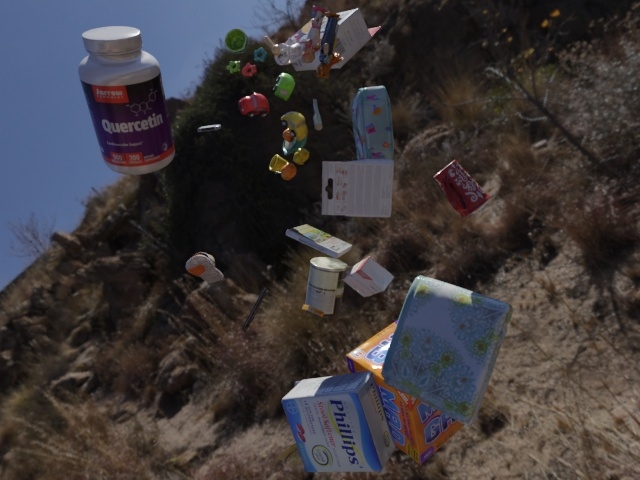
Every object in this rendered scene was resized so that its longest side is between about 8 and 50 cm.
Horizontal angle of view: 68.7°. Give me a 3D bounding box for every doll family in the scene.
[{"bbox_3d":[0.014,-0.534,1.286,0.263,0.118,0.163,-89,12,-69],"label":"doll family"}]

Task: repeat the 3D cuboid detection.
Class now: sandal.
[{"bbox_3d":[-0.480,0.102,1.926,0.102,0.076,0.265,-18,-25,1],"label":"sandal"}]

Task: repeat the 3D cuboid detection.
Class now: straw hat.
[{"bbox_3d":[-0.090,0.787,1.714,0.144,0.061,0.144,-32,-26,-17],"label":"straw hat"}]

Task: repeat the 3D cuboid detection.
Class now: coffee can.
[{"bbox_3d":[0.028,0.250,2.524,0.201,0.201,0.275,-39,-41,-70],"label":"coffee can"}]

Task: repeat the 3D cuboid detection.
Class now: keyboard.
[{"bbox_3d":[-0.263,0.277,1.859,0.180,0.023,0.108,-63,-2,-26],"label":"keyboard"}]

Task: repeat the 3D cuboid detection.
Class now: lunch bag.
[{"bbox_3d":[0.175,-0.377,1.630,0.108,0.279,0.224,-6,4,-6],"label":"lunch bag"}]

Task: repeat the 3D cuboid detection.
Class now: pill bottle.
[{"bbox_3d":[-0.471,-0.336,1.143,0.181,0.181,0.323,-39,-37,-40],"label":"pill bottle"}]

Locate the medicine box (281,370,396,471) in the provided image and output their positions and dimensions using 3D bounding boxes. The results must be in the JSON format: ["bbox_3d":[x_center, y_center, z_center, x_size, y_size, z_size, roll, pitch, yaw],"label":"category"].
[{"bbox_3d":[0.060,0.592,1.526,0.289,0.263,0.149,-17,2,30],"label":"medicine box"}]

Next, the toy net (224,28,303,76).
[{"bbox_3d":[-0.163,-0.535,1.343,0.045,0.232,0.122,15,-96,-78],"label":"toy net"}]

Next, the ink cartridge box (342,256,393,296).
[{"bbox_3d":[0.166,0.136,1.685,0.067,0.115,0.198,-51,4,-22],"label":"ink cartridge box"}]

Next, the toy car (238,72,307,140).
[{"bbox_3d":[-0.125,-0.457,1.497,0.053,0.239,0.225,-33,40,55],"label":"toy car"}]

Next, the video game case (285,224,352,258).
[{"bbox_3d":[0.000,0.000,1.739,0.026,0.206,0.227,-68,-13,13],"label":"video game case"}]

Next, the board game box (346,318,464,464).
[{"bbox_3d":[0.377,0.591,1.927,0.356,0.356,0.356,-27,27,-28],"label":"board game box"}]

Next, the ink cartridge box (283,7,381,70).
[{"bbox_3d":[0.042,-0.820,1.886,0.272,0.130,0.309,-47,36,-17],"label":"ink cartridge box"}]

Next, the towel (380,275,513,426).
[{"bbox_3d":[0.373,0.322,1.424,0.090,0.320,0.374,20,-91,-48],"label":"towel"}]

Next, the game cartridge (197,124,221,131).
[{"bbox_3d":[-0.436,-0.442,1.840,0.083,0.017,0.056,-6,18,4],"label":"game cartridge"}]

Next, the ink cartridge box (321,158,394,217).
[{"bbox_3d":[0.118,-0.168,1.500,0.225,0.181,0.056,2,19,4],"label":"ink cartridge box"}]

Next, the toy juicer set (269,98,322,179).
[{"bbox_3d":[-0.093,-0.384,1.786,0.329,0.089,0.209,-60,28,16],"label":"toy juicer set"}]

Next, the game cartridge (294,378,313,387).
[{"bbox_3d":[0.022,0.784,2.082,0.230,0.355,0.068,2,-44,-24],"label":"game cartridge"}]

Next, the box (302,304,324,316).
[{"bbox_3d":[-0.037,0.330,2.204,0.028,0.081,0.136,-67,10,-12],"label":"box"}]

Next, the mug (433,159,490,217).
[{"bbox_3d":[0.462,-0.173,1.542,0.113,0.169,0.150,-39,-2,16],"label":"mug"}]
